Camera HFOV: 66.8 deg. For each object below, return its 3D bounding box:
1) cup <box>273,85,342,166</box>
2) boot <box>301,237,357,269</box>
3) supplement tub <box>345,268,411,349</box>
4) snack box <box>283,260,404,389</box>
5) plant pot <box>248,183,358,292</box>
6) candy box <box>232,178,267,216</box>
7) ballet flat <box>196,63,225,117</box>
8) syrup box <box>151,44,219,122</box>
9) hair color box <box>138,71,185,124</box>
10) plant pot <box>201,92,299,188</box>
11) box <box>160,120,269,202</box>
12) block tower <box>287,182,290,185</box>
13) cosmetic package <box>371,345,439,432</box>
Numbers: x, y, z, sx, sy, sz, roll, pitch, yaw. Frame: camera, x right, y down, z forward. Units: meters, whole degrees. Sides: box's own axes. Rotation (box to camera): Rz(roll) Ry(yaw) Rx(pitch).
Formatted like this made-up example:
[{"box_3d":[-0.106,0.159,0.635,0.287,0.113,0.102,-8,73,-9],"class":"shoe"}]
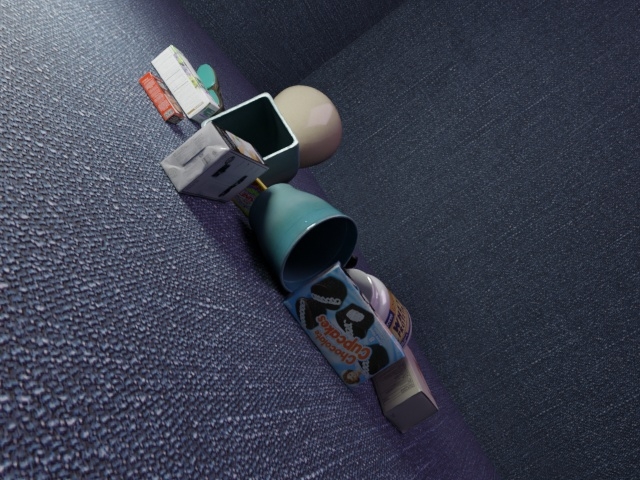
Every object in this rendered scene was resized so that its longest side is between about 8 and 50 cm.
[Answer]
[{"box_3d":[-0.110,-0.417,1.918,0.331,0.331,0.237,54,38,-12],"class":"cup"},{"box_3d":[0.032,0.042,1.678,0.222,0.118,0.338,27,10,20],"class":"boot"},{"box_3d":[0.149,0.248,1.605,0.316,0.228,0.228,45,14,-48],"class":"supplement tub"},{"box_3d":[0.067,0.239,1.352,0.322,0.187,0.060,53,10,-10],"class":"snack box"},{"box_3d":[-0.073,-0.029,1.420,0.255,0.272,0.271,44,2,33],"class":"plant pot"},{"box_3d":[-0.226,-0.152,1.479,0.206,0.105,0.027,48,17,-34],"class":"candy box"},{"box_3d":[-0.445,-0.592,1.975,0.096,0.095,0.280,59,13,-59],"class":"ballet flat"},{"box_3d":[-0.454,-0.524,1.641,0.237,0.096,0.093,55,9,3],"class":"syrup box"},{"box_3d":[-0.455,-0.408,1.400,0.141,0.043,0.072,56,9,1],"class":"hair color box"},{"box_3d":[-0.211,-0.286,1.634,0.248,0.247,0.252,60,-6,25],"class":"plant pot"},{"box_3d":[-0.262,-0.191,1.259,0.087,0.169,0.290,54,11,8],"class":"box"},{"box_3d":[-0.243,-0.308,1.973,0.335,0.097,0.091,56,9,-6],"class":"block tower"},{"box_3d":[0.267,0.476,1.657,0.129,0.153,0.296,50,12,-27],"class":"cosmetic package"}]
